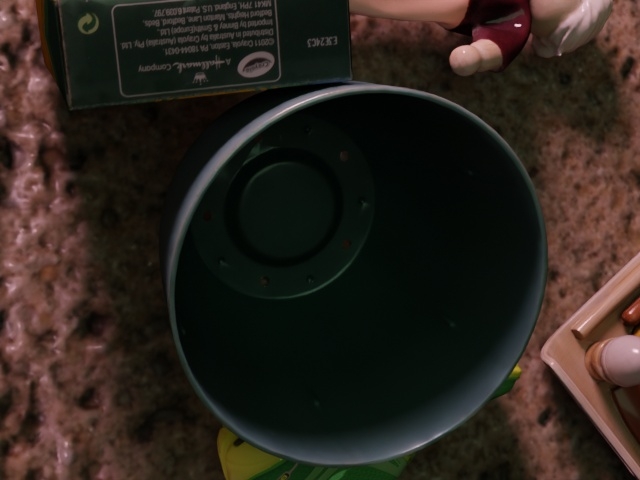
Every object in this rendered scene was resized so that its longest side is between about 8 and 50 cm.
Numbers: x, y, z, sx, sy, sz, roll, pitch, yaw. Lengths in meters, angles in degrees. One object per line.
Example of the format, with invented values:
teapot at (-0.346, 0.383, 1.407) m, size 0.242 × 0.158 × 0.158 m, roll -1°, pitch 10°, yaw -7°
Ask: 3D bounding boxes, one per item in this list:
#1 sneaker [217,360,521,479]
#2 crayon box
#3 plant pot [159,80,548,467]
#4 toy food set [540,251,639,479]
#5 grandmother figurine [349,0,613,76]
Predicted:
sneaker at (0.046, 0.164, 1.030) m, size 0.296 × 0.109 × 0.123 m, roll -18°, pitch 118°, yaw -20°
crayon box at (-0.120, -0.177, 0.915) m, size 0.203 × 0.323 × 0.083 m, roll -8°, pitch 108°, yaw -15°
plant pot at (0.000, 0.000, 0.927) m, size 0.293 × 0.235 × 0.293 m, roll -5°, pitch 108°, yaw -17°
toy food set at (0.388, 0.106, 1.114) m, size 0.306 × 0.092 × 0.219 m, roll -40°, pitch 95°, yaw -14°
grandmother figurine at (0.125, -0.234, 1.055) m, size 0.342 × 0.104 × 0.207 m, roll 3°, pitch 62°, yaw -24°
